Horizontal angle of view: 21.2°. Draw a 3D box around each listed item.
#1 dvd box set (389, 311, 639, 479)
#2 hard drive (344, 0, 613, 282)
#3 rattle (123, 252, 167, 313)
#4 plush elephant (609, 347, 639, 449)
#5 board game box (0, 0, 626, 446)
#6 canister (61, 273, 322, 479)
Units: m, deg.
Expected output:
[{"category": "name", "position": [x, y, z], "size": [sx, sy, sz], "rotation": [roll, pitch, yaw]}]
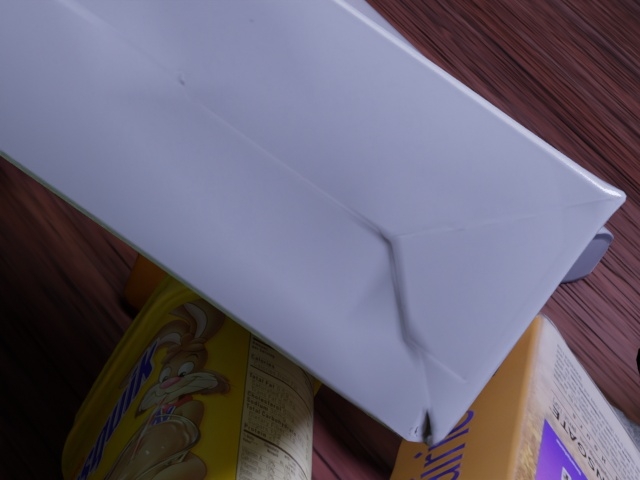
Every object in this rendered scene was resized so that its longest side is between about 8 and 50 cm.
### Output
[{"category": "dvd box set", "position": [0.103, 0.235, 0.482], "size": [0.307, 0.062, 0.420], "rotation": [55, 22, -13]}, {"category": "hard drive", "position": [0.011, -0.100, 1.140], "size": [0.233, 0.047, 0.353], "rotation": [-3, 43, -52]}, {"category": "rattle", "position": [0.000, 0.000, 0.906], "size": [0.130, 0.143, 0.199], "rotation": [48, 13, -7]}, {"category": "plush elephant", "position": [0.247, 0.075, 0.862], "size": [0.330, 0.272, 0.255], "rotation": [56, 33, -20]}, {"category": "board game box", "position": [-0.025, -0.049, 0.610], "size": [0.224, 0.097, 0.303], "rotation": [36, 4, 0]}, {"category": "canister", "position": [-0.051, 0.099, 0.608], "size": [0.073, 0.126, 0.170], "rotation": [27, 27, -14]}]
